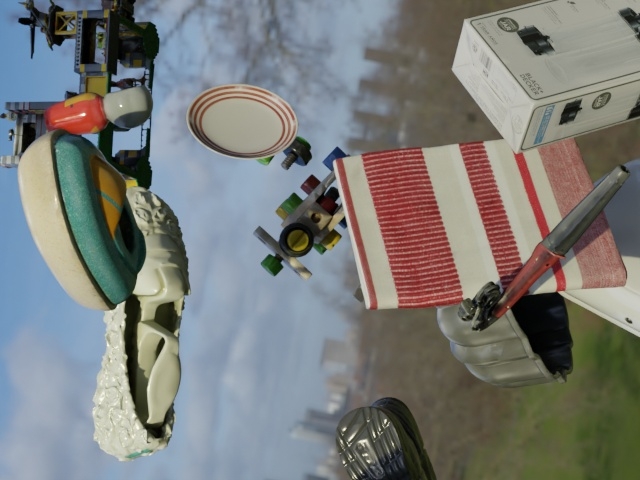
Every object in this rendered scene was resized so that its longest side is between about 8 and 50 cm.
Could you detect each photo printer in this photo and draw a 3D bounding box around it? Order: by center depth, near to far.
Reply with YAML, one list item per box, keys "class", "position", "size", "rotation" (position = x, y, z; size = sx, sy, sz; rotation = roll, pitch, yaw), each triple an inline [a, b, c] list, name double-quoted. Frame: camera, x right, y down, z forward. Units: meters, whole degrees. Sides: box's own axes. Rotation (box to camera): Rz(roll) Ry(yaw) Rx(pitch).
- class: "photo printer"
  position: [0.474, 0.018, 2.002]
  size: [0.256, 0.307, 0.107]
  rotation: [-41, -37, -27]

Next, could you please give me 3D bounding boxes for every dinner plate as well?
- class: "dinner plate"
  position: [-0.098, -0.146, 1.840]
  size: [0.017, 0.141, 0.141]
  rotation: [99, -177, -45]

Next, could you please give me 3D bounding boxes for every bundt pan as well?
- class: "bundt pan"
  position: [0.236, 0.059, 2.060]
  size: [0.331, 0.124, 0.331]
  rotation: [51, -152, -40]

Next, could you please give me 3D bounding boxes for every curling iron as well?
- class: "curling iron"
  position: [0.250, 0.015, 1.632]
  size: [0.274, 0.035, 0.068]
  rotation: [-46, -22, 30]

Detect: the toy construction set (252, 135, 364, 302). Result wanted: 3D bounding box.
- class: "toy construction set"
  position: [0.000, 0.000, 2.556]
  size: [0.237, 0.309, 0.257]
  rotation: [-52, 28, -16]

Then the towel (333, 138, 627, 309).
- class: "towel"
  position: [0.195, -0.023, 1.830]
  size: [0.037, 0.329, 0.237]
  rotation: [98, 163, -53]

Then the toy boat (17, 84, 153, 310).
- class: "toy boat"
  position: [-0.294, -0.084, 1.923]
  size: [0.267, 0.148, 0.318]
  rotation: [70, -169, -49]

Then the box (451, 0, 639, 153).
- class: "box"
  position: [0.333, -0.225, 1.830]
  size: [0.169, 0.290, 0.087]
  rotation: [56, 153, 33]

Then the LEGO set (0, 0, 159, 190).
- class: "LEGO set"
  position: [-0.384, -0.220, 2.280]
  size: [0.255, 0.192, 0.331]
  rotation: [-6, -83, -73]

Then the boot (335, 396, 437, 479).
- class: "boot"
  position: [0.127, 0.377, 1.990]
  size: [0.222, 0.118, 0.338]
  rotation: [19, -121, -74]

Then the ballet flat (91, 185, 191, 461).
- class: "ballet flat"
  position: [-0.243, 0.120, 2.147]
  size: [0.147, 0.147, 0.409]
  rotation: [85, -173, -82]
